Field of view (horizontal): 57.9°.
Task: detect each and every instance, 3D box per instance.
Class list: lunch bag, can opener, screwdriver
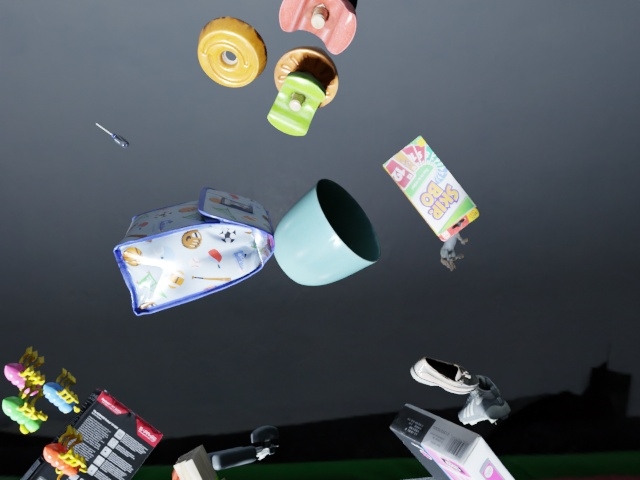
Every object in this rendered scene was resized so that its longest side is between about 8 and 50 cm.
[{"bbox_3d":[-0.317,0.001,1.548,0.385,0.239,0.328,-14,-161,-4],"label":"lunch bag"},{"bbox_3d":[-0.224,0.600,1.663,0.074,0.093,0.280,-19,165,30],"label":"can opener"},{"bbox_3d":[-0.563,-0.288,1.551,0.024,0.025,0.170,-41,-123,-22],"label":"screwdriver"}]

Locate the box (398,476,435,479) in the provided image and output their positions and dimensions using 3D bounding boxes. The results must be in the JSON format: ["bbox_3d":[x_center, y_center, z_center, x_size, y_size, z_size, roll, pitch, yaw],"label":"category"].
[{"bbox_3d":[0.155,0.543,1.111,0.170,0.130,0.091,2,-163,-16],"label":"box"}]

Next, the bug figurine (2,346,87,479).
[{"bbox_3d":[-0.541,0.337,1.141,0.072,0.216,0.279,-34,-147,-9],"label":"bug figurine"}]

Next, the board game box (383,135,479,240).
[{"bbox_3d":[0.291,-0.134,1.511,0.124,0.259,0.039,-38,178,5],"label":"board game box"}]

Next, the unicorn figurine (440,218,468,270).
[{"bbox_3d":[0.386,-0.001,1.677,0.060,0.162,0.111,28,-174,-20],"label":"unicorn figurine"}]

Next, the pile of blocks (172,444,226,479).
[{"bbox_3d":[-0.267,0.670,1.413,0.112,0.362,0.149,-28,-159,1],"label":"pile of blocks"}]

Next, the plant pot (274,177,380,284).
[{"bbox_3d":[0.000,0.000,1.741,0.235,0.293,0.293,-36,168,25],"label":"plant pot"}]

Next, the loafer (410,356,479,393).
[{"bbox_3d":[0.209,0.218,0.942,0.125,0.039,0.045,15,-142,-19],"label":"loafer"}]

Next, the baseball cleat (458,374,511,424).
[{"bbox_3d":[0.368,0.368,1.337,0.072,0.109,0.206,-16,166,-21],"label":"baseball cleat"}]

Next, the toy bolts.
[{"bbox_3d":[-0.044,-0.311,0.847,0.218,0.158,0.228,27,136,-14],"label":"toy bolts"}]

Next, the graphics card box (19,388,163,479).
[{"bbox_3d":[-0.648,0.629,1.601,0.094,0.233,0.371,-11,-142,54],"label":"graphics card box"}]

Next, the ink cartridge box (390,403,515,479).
[{"bbox_3d":[0.285,0.440,1.015,0.069,0.371,0.175,-50,-154,-20],"label":"ink cartridge box"}]
